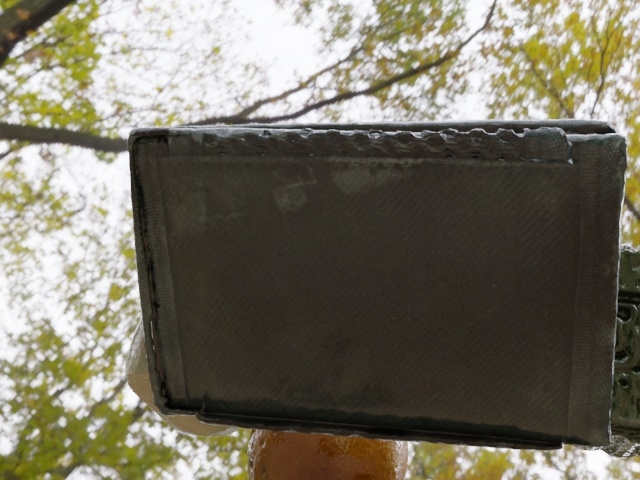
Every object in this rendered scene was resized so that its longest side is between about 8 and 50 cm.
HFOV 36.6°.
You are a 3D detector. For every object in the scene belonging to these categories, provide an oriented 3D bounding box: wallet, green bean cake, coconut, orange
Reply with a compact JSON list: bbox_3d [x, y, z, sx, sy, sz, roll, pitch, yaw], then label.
[{"bbox_3d":[0.037,0.031,0.699,0.342,0.075,0.237,1,-73,13],"label":"wallet"},{"bbox_3d":[0.248,0.093,0.851,0.173,0.181,0.094,9,-15,11],"label":"green bean cake"},{"bbox_3d":[-0.179,0.168,1.450,0.227,0.227,0.230,-19,-53,32],"label":"coconut"},{"bbox_3d":[0.007,0.258,1.143,0.206,0.206,0.206,11,-57,17],"label":"orange"}]
